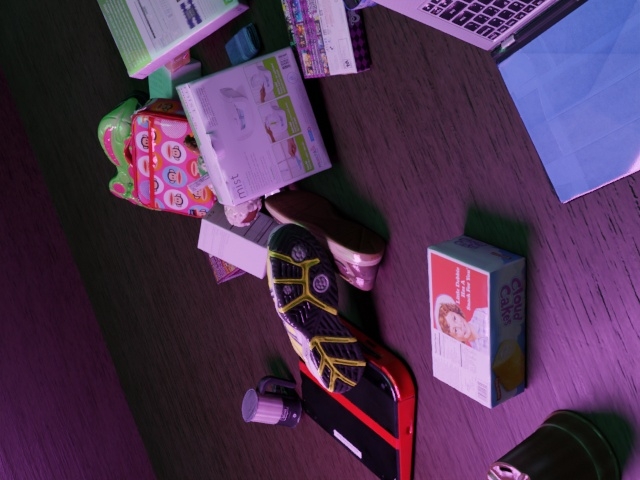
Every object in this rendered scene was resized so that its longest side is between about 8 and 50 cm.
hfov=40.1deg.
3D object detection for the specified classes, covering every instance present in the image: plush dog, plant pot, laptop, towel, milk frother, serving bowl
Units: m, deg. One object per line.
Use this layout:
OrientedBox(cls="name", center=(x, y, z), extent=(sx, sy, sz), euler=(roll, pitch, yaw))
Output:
OrientedBox(cls="plush dog", center=(-0.206, -0.184, 1.983), extent=(0.225, 0.210, 0.262), euler=(-125, 55, -81))
OrientedBox(cls="plant pot", center=(0.374, 0.389, 1.445), extent=(0.167, 0.165, 0.167), euler=(33, 132, 45))
OrientedBox(cls="laptop", center=(0.291, -0.267, 1.150), extent=(0.382, 0.408, 0.236), euler=(-32, 46, 58))
OrientedBox(cls="towel", center=(-0.171, -0.435, 1.965), extent=(0.119, 0.029, 0.067), euler=(-18, 91, 58))
OrientedBox(cls="milk frother", center=(-0.138, 0.419, 2.293), extent=(0.143, 0.134, 0.129), euler=(-18, 61, 56))
OrientedBox(cls="serving bowl", center=(-0.096, -0.096, 2.040), extent=(0.083, 0.027, 0.083), euler=(34, 134, 44))

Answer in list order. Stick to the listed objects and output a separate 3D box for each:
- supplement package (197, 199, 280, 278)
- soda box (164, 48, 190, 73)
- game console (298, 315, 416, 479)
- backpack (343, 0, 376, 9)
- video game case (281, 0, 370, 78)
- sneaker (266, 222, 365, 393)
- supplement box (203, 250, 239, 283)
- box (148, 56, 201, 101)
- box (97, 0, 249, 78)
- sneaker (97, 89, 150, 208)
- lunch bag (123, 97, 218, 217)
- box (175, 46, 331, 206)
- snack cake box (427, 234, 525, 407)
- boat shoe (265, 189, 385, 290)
OrientedBox(cls="supplement package", center=(-0.186, -0.009, 2.083), extent=(0.179, 0.105, 0.105), euler=(26, 135, 8))
OrientedBox(cls="soda box", center=(-0.386, -0.482, 2.069), extent=(0.181, 0.058, 0.061), euler=(46, 161, 15))
OrientedBox(cls="game console", center=(0.076, 0.351, 2.009), extent=(0.386, 0.060, 0.342), euler=(33, 136, 46))
OrientedBox(cls="backpack", center=(0.074, -0.463, 1.509), extent=(0.105, 0.084, 0.114), euler=(-36, 71, 59))
OrientedBox(cls="video game case", center=(0.001, -0.432, 1.683), extent=(0.210, 0.042, 0.232), euler=(8, 114, 56))
OrientedBox(cls="sneaker", center=(-0.037, 0.141, 1.821), extent=(0.147, 0.145, 0.385), euler=(20, 132, 59))
OrientedBox(cls="supplement box", center=(-0.221, 0.032, 2.256), extent=(0.188, 0.081, 0.104), euler=(-33, 79, 58))
OrientedBox(cls="box", center=(-0.371, -0.386, 2.246), extent=(0.130, 0.091, 0.170), euler=(36, 135, 43))
OrientedBox(cls="box", center=(-0.341, -0.544, 1.974), extent=(0.322, 0.058, 0.232), euler=(-27, 82, 20))
OrientedBox(cls="sneaker", center=(-0.496, -0.241, 2.478), extent=(0.185, 0.202, 0.483), euler=(23, 153, 3))
OrientedBox(cls="lunch bag", center=(-0.372, -0.211, 2.203), extent=(0.258, 0.120, 0.293), euler=(11, 127, 8))
OrientedBox(cls="box", center=(-0.136, -0.231, 1.786), extent=(0.127, 0.231, 0.262), euler=(17, 129, 68))
OrientedBox(cls="snack cake box", center=(0.273, 0.140, 1.536), extent=(0.152, 0.089, 0.264), euler=(26, 128, 51))
OrientedBox(cls="boat shoe", center=(0.000, 0.000, 1.862), extent=(0.342, 0.123, 0.123), euler=(30, 130, 39))
